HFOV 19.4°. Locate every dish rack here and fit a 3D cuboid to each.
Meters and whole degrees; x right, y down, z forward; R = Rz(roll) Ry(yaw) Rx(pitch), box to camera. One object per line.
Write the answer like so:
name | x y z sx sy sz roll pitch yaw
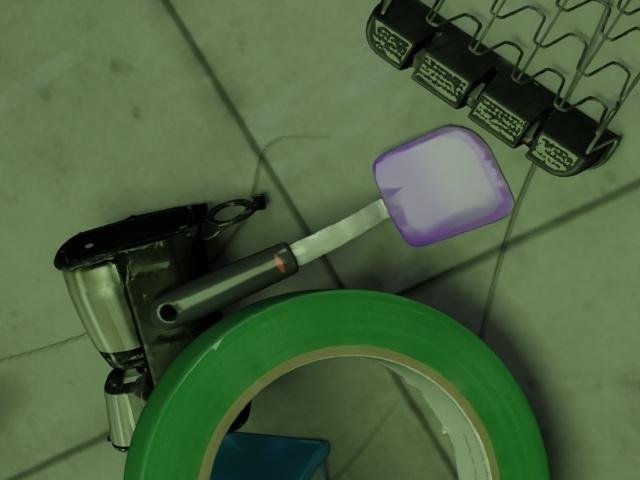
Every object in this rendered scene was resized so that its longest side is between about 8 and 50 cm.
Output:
dish rack | 0.166 -0.191 1.305 0.208 0.074 0.271 35 120 6

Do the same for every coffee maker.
coffee maker | -0.114 0.072 1.521 0.171 0.120 0.178 -8 109 27

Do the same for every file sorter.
file sorter | -0.073 0.247 1.550 0.118 0.170 0.105 4 117 24

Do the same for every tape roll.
tape roll | 0.013 0.196 1.419 0.321 0.321 0.077 58 166 -7

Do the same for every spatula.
spatula | 0.000 0.000 1.443 0.296 0.030 0.084 -24 100 5
